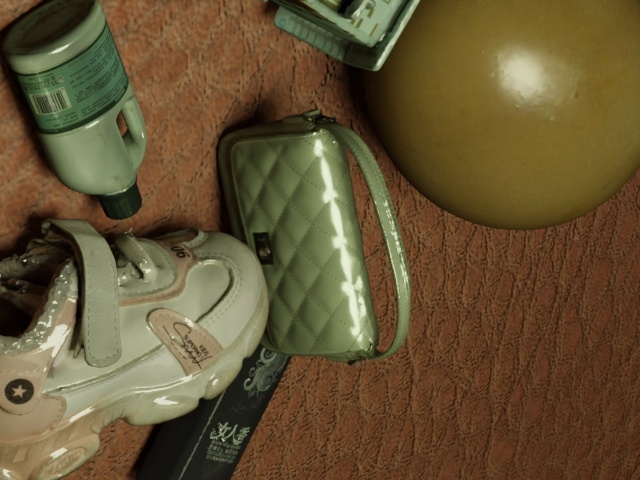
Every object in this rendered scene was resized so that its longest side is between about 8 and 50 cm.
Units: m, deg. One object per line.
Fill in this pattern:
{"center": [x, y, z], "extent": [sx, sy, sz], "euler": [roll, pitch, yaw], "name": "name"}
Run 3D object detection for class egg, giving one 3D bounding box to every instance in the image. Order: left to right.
{"center": [0.193, -0.169, 1.760], "extent": [0.301, 0.301, 0.374], "euler": [-53, 149, -7], "name": "egg"}

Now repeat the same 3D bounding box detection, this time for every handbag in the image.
{"center": [0.000, 0.000, 1.695], "extent": [0.079, 0.219, 0.256], "euler": [-19, 102, -37], "name": "handbag"}

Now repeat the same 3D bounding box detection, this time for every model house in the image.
{"center": [0.014, -0.300, 1.573], "extent": [0.215, 0.198, 0.224], "euler": [28, 91, -48], "name": "model house"}

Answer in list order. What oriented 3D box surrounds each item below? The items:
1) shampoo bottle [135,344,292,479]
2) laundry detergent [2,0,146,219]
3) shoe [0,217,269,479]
{"center": [-0.087, 0.134, 1.849], "extent": [0.098, 0.071, 0.309], "euler": [22, 94, -48], "name": "shampoo bottle"}
{"center": [-0.207, -0.108, 1.563], "extent": [0.099, 0.070, 0.226], "euler": [-45, 139, -27], "name": "laundry detergent"}
{"center": [-0.204, 0.073, 1.601], "extent": [0.351, 0.172, 0.198], "euler": [-35, 135, -26], "name": "shoe"}
